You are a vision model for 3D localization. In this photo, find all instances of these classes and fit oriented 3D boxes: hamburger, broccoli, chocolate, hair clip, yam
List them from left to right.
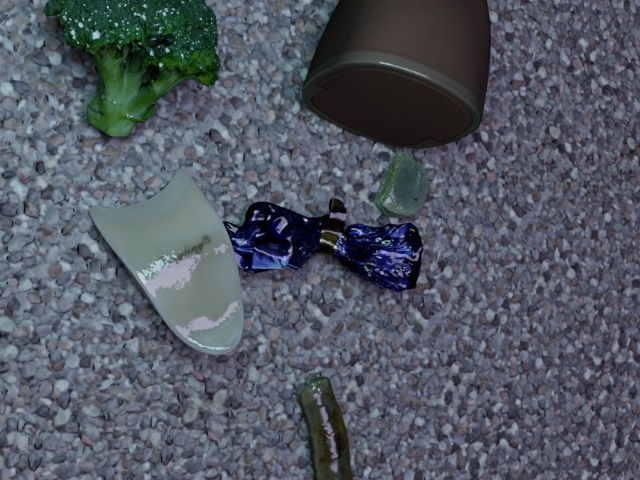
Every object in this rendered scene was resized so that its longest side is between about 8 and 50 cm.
[{"bbox_3d":[-0.281,-0.284,1.306,0.254,0.269,0.269,14,83,-19],"label":"broccoli"},{"bbox_3d":[-0.215,0.042,1.367,0.172,0.113,0.282,-26,98,-23],"label":"hair clip"},{"bbox_3d":[-0.003,0.000,1.472,0.343,0.126,0.148,10,93,-18],"label":"chocolate"},{"bbox_3d":[0.023,0.385,1.491,0.067,0.071,0.318,-11,94,12],"label":"yam"},{"bbox_3d":[0.153,-0.093,1.577,0.084,0.054,0.121,27,70,-20],"label":"hamburger"}]

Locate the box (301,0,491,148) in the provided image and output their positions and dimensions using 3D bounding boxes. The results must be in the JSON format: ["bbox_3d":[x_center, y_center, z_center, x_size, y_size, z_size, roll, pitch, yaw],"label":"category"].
[{"bbox_3d":[0.134,-0.304,1.454,0.301,0.301,0.216,22,72,-23],"label":"box"}]
